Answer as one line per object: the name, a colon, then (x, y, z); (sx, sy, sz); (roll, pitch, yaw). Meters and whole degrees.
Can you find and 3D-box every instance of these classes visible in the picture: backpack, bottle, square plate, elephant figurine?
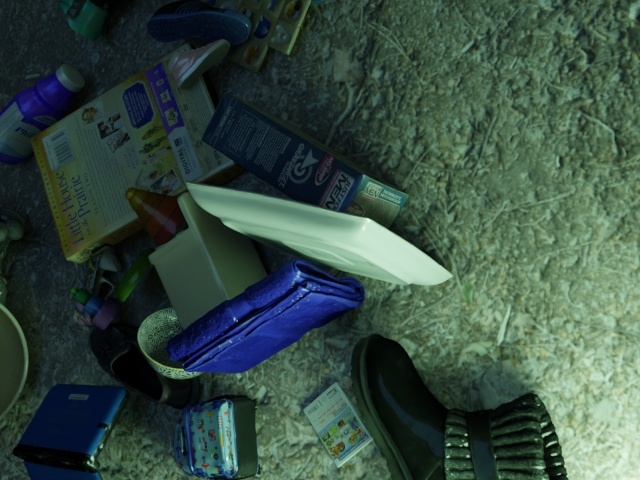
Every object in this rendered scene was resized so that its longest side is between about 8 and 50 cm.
backpack: (-0.208, 0.371, 1.632); (0.173, 0.116, 0.158); (-11, 76, 33)
bottle: (-0.656, -0.290, 2.006); (0.282, 0.118, 0.092); (-37, 65, 21)
square plate: (0.000, 0.000, 1.422); (0.343, 0.347, 0.049); (13, 81, 32)
elephant figurine: (-0.792, 0.037, 2.029); (0.240, 0.169, 0.186); (-63, 28, 26)

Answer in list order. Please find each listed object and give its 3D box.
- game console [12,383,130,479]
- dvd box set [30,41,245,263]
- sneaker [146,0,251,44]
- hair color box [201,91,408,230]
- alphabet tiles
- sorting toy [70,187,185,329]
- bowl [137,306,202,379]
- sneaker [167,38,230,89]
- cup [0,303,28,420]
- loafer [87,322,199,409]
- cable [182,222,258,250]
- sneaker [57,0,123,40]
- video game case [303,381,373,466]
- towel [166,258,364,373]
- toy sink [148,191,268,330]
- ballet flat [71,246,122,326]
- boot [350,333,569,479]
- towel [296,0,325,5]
game console: (-0.486, 0.448, 1.812); (0.293, 0.173, 0.250); (-7, 48, 43)
dvd box set: (-0.386, -0.179, 1.809); (0.420, 0.062, 0.308); (-29, 68, 13)
sneaker: (-0.238, -0.452, 1.775); (0.232, 0.081, 0.090); (7, 47, 20)
hair color box: (-0.032, -0.131, 1.565); (0.347, 0.173, 0.105); (34, 100, 31)
alphabet tiles: (-0.147, -0.508, 1.769); (0.342, 0.011, 0.285); (32, 103, 35)
sorting toy: (-0.393, 0.024, 1.739); (0.126, 0.127, 0.365); (36, 117, -10)
bowl: (-0.271, 0.214, 1.691); (0.170, 0.170, 0.080); (39, 135, 30)
sneaker: (-0.249, -0.370, 1.742); (0.134, 0.051, 0.070); (-40, 73, 6)
cup: (-0.850, 0.268, 1.953); (0.237, 0.330, 0.331); (-3, 80, 58)
loafer: (-0.376, 0.246, 1.763); (0.302, 0.095, 0.109); (25, 98, 32)
cable: (-0.196, -0.007, 1.728); (0.184, 0.047, 0.151); (1, 88, 27)
sneaker: (-0.477, -0.531, 1.926); (0.295, 0.123, 0.179); (16, 86, 40)
video game case: (0.031, 0.327, 1.552); (0.087, 0.011, 0.122); (-43, 63, 18)
towel: (-0.090, 0.150, 1.524); (0.308, 0.227, 0.076); (-32, 61, 24)
toy sink: (-0.213, 0.042, 1.623); (0.131, 0.152, 0.234); (-31, 79, 26)
ballet flat: (-0.471, 0.079, 1.868); (0.079, 0.077, 0.222); (13, 91, 15)
boot: (0.218, 0.276, 1.371); (0.260, 0.131, 0.348); (-29, 79, 32)
towel: (-0.019, -0.517, 1.701); (0.067, 0.029, 0.120); (-6, 79, 30)
